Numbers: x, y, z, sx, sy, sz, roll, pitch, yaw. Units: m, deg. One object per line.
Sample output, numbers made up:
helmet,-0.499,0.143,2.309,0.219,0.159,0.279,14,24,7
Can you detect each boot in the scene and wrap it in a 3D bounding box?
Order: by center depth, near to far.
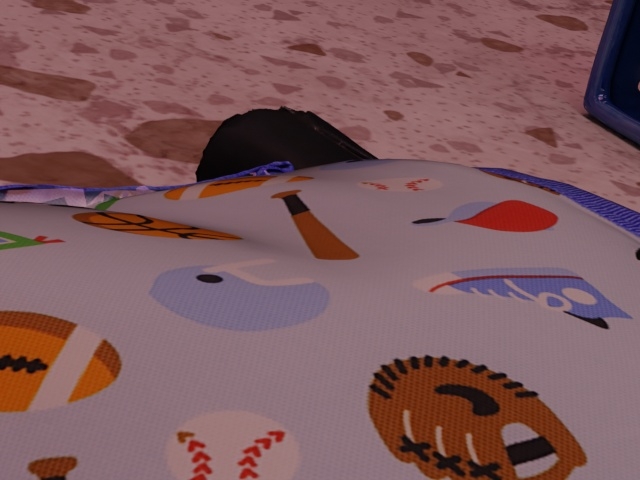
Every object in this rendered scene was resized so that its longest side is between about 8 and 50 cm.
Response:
boot,0.000,0.000,0.918,0.207,0.094,0.246,29,21,30

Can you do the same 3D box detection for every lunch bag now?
lunch bag,-0.025,0.103,0.479,0.328,0.239,0.385,-7,35,-35

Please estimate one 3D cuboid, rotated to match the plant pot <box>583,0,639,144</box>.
plant pot,0.399,-0.170,1.375,0.212,0.236,0.236,5,22,-33
